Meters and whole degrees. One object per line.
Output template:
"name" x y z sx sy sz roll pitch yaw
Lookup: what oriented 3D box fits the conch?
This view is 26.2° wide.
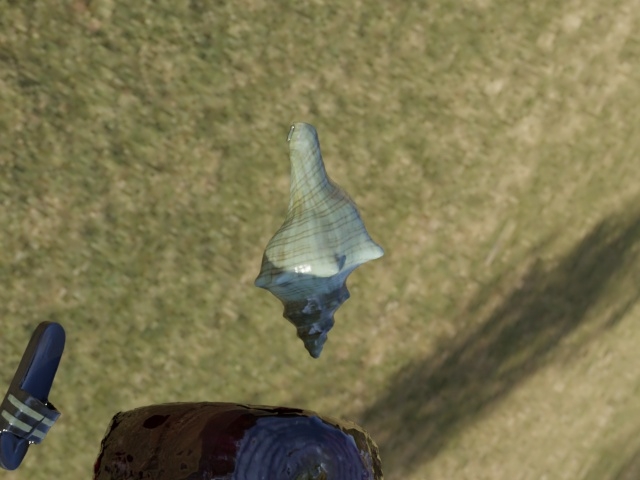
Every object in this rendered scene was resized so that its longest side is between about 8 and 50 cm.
"conch" 0.009 0.009 1.472 0.137 0.114 0.234 18 94 -43

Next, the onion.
"onion" -0.080 0.312 1.467 0.337 0.282 0.260 18 63 -37

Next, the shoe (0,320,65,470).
"shoe" -0.326 0.182 1.591 0.071 0.049 0.179 41 64 -62
